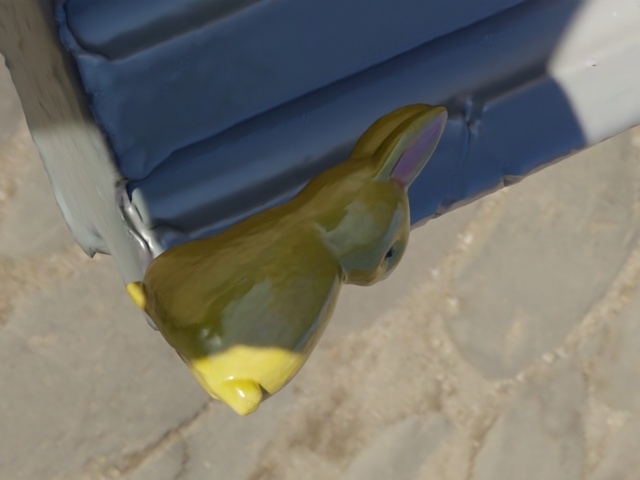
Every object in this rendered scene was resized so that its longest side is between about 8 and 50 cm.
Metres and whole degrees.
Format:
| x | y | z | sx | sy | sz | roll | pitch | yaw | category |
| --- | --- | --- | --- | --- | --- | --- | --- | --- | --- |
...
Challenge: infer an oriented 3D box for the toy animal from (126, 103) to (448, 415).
| x | y | z | sx | sy | sz | roll | pitch | yaw | category |
| --- | --- | --- | --- | --- | --- | --- | --- | --- | --- |
| 0.002 | 0.002 | 0.634 | 0.159 | 0.083 | 0.070 | -41 | 130 | -13 | toy animal |

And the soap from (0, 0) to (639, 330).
| x | y | z | sx | sy | sz | roll | pitch | yaw | category |
| --- | --- | --- | --- | --- | --- | --- | --- | --- | --- |
| 0.021 | -0.195 | 0.840 | 0.435 | 0.213 | 0.350 | -27 | 118 | -15 | soap |
